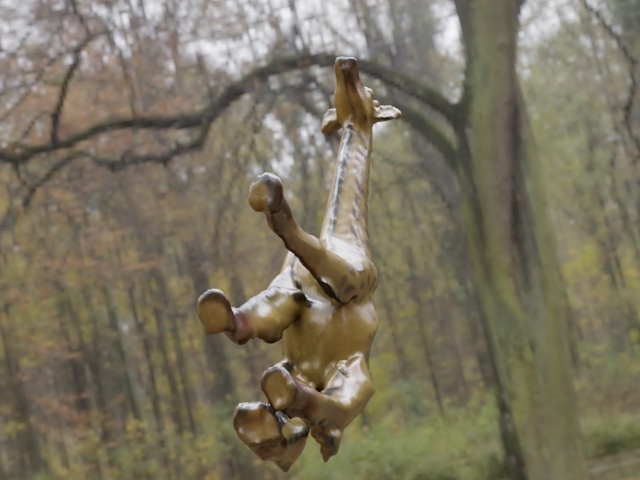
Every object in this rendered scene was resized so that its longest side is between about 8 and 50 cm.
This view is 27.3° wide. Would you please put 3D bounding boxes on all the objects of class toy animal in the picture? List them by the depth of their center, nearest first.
[{"bbox_3d":[0.002,0.009,0.647,0.054,0.149,0.275,-8,20,19],"label":"toy animal"}]
